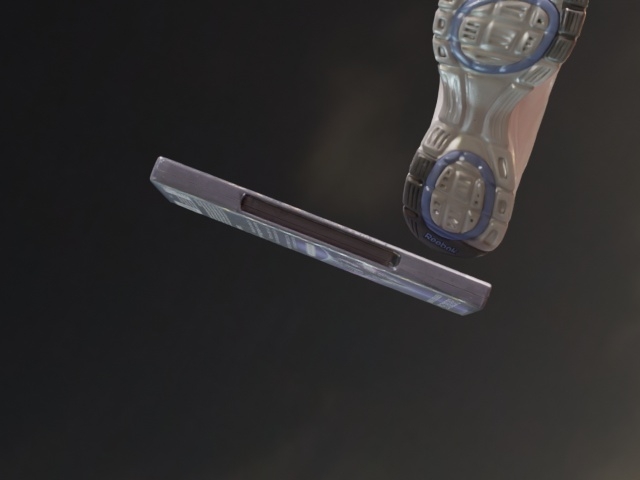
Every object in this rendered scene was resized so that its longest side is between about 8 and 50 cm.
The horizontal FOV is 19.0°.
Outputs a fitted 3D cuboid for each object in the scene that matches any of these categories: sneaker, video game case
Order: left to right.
[{"bbox_3d":[0.000,0.000,1.555,0.196,0.274,0.026,90,-159,-86],"label":"video game case"},{"bbox_3d":[0.140,-0.137,1.525,0.129,0.111,0.297,-56,-14,-61],"label":"sneaker"}]
